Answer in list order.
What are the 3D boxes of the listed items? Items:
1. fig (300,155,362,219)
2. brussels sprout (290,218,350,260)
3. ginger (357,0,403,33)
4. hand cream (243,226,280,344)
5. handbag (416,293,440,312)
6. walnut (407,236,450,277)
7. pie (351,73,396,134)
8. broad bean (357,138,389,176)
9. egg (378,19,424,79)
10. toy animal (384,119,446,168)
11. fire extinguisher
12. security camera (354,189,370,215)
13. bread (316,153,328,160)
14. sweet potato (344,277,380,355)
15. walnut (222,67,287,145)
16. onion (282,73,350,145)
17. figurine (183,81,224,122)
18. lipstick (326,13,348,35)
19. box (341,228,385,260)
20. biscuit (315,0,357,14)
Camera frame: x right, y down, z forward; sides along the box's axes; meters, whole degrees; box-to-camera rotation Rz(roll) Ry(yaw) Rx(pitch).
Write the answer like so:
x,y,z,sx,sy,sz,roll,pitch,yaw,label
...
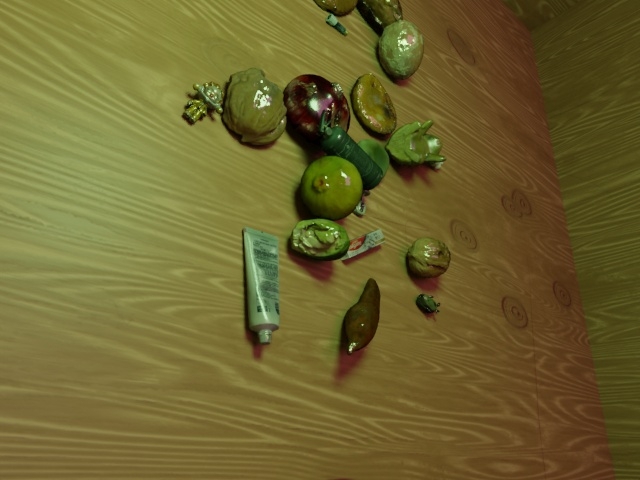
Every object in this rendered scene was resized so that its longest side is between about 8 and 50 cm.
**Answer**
x,y,z,sx,sy,sz,roll,pitch,yaw,label
0.035,-0.167,1.573,0.207,0.207,0.230,62,6,-5,fig
0.002,-0.001,1.507,0.145,0.184,0.131,-28,126,-79,brussels sprout
0.265,-1.035,2.165,0.165,0.172,0.321,-36,105,-5,ginger
-0.163,0.124,1.366,0.125,0.078,0.340,17,54,-37,hand cream
0.401,0.236,1.843,0.111,0.047,0.072,37,50,-29,handbag
0.406,0.065,1.852,0.184,0.156,0.155,11,66,-45,walnut
0.224,-0.548,1.987,0.274,0.069,0.273,17,64,-38,pie
0.179,-0.299,1.832,0.228,0.100,0.169,-4,80,-54,broad bean
0.354,-0.828,2.131,0.203,0.204,0.244,-27,115,-45,egg
0.435,-0.394,2.039,0.363,0.181,0.180,-10,87,-44,toy animal
0.089,-0.294,1.620,0.311,0.095,0.114,36,82,-36,fire extinguisher
0.148,-0.135,1.764,0.058,0.058,0.092,22,68,-36,security camera
0.069,-0.257,1.722,0.154,0.054,0.135,-34,102,-20,bread
0.130,0.251,1.544,0.112,0.112,0.359,54,28,-12,sweet potato
-0.197,-0.416,1.495,0.204,0.141,0.238,-35,95,-40,walnut
0.012,-0.454,1.661,0.272,0.195,0.271,16,64,-36,onion
-0.333,-0.396,1.416,0.102,0.068,0.143,21,72,-31,figurine
0.075,-0.881,2.013,0.116,0.037,0.037,28,56,-37,lipstick
0.144,0.012,1.702,0.218,0.040,0.055,-20,88,-46,box
0.048,-1.074,2.038,0.296,0.075,0.295,18,62,-37,biscuit
